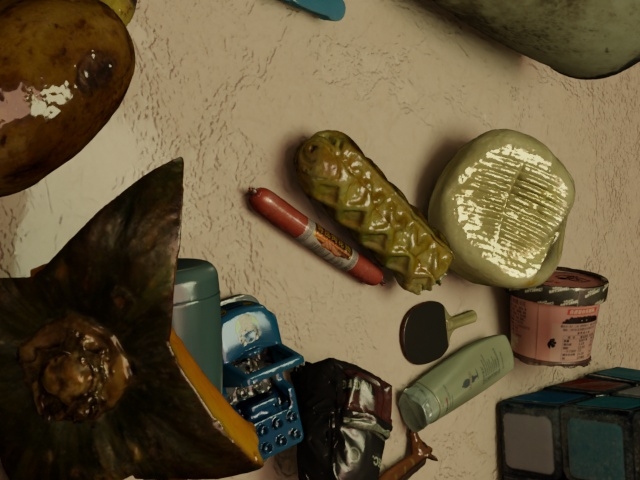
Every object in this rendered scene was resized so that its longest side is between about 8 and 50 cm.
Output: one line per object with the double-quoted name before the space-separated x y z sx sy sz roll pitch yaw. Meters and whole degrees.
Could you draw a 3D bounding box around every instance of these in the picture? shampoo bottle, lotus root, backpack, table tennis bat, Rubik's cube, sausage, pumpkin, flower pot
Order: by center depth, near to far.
"lotus root" -0.260 -0.133 0.761 0.314 0.169 0.141 -47 133 -32
"pumpkin" -0.201 0.102 0.785 0.095 0.259 0.290 -59 133 -74
"backpack" 0.029 0.225 1.045 0.120 0.106 0.165 24 53 -44
"sausage" 0.000 0.000 1.087 0.253 0.034 0.034 34 68 -38
"flower pot" 0.292 -0.400 1.198 0.330 0.294 0.293 10 83 -34
"shampoo bottle" 0.197 0.200 1.252 0.212 0.049 0.072 -27 108 -39
"table tennis bat" 0.170 0.125 1.252 0.157 0.013 0.086 -12 97 -41
"Rubik's cube" 0.508 0.394 1.332 0.359 0.363 0.361 -5 94 -44

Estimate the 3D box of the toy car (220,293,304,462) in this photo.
"toy car" -0.073 0.159 0.975 0.097 0.100 0.191 -18 99 -38

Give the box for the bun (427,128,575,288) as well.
"bun" 0.256 -0.041 1.253 0.230 0.145 0.229 -1 94 -8

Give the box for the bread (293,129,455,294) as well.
"bread" 0.067 -0.037 1.108 0.269 0.087 0.098 43 64 -33

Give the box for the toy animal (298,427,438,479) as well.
"toy animal" 0.058 0.333 1.124 0.230 0.066 0.224 21 57 -30

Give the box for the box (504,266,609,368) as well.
"box" 0.353 0.117 1.333 0.151 0.151 0.135 -7 102 -42

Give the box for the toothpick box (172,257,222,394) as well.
"toothpick box" -0.158 0.115 0.889 0.120 0.120 0.184 -10 100 -42

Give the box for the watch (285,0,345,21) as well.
"watch" 0.040 -0.366 1.014 0.211 0.193 0.210 2 87 -41
